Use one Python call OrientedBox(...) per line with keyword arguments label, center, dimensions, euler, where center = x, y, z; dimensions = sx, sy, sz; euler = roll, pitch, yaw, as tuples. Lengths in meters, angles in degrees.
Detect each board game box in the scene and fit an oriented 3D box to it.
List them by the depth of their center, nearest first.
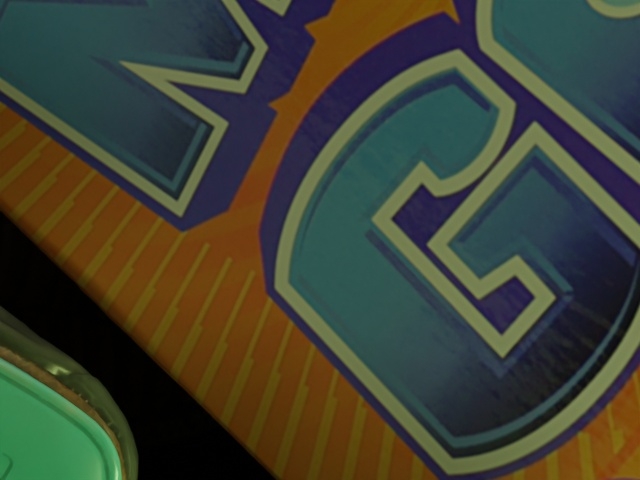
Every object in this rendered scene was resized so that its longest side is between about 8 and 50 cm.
OrientedBox(label="board game box", center=(0.120, -0.112, 0.645), dimensions=(0.356, 0.356, 0.356), euler=(42, 20, 18))

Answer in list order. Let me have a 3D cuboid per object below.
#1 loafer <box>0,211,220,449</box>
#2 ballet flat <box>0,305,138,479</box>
OrientedBox(label="loafer", center=(-0.150, 0.013, 0.711), dimensions=(0.268, 0.102, 0.092), euler=(9, 14, -7))
OrientedBox(label="ballet flat", center=(-0.176, 0.010, 0.539), dimensions=(0.280, 0.095, 0.096), euler=(41, -6, -12))
